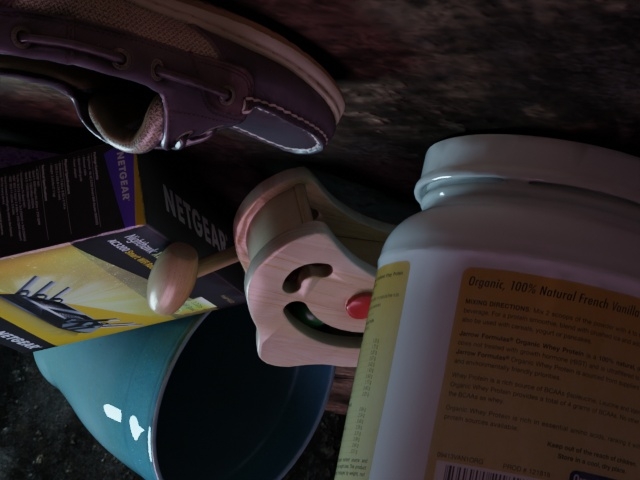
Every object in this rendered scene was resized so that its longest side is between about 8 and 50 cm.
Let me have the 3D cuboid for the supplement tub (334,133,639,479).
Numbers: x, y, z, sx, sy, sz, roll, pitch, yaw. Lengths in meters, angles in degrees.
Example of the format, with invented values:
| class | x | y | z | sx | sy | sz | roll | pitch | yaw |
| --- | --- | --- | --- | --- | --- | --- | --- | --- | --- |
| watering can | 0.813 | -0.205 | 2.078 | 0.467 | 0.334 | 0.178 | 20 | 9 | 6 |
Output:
| class | x | y | z | sx | sy | sz | roll | pitch | yaw |
| --- | --- | --- | --- | --- | --- | --- | --- | --- | --- |
| supplement tub | 0.136 | 0.107 | 1.001 | 0.228 | 0.316 | 0.228 | 12 | 169 | 2 |

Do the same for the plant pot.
| class | x | y | z | sx | sy | sz | roll | pitch | yaw |
| --- | --- | --- | --- | --- | --- | --- | --- | --- | --- |
| plant pot | -0.166 | 0.125 | 1.614 | 0.255 | 0.271 | 0.272 | 21 | 177 | 37 |

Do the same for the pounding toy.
| class | x | y | z | sx | sy | sz | roll | pitch | yaw |
| --- | --- | --- | --- | --- | --- | --- | --- | --- | --- |
| pounding toy | 0.000 | 0.000 | 1.218 | 0.270 | 0.154 | 0.154 | 3 | 134 | -18 |

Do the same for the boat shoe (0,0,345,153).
| class | x | y | z | sx | sy | sz | roll | pitch | yaw |
| --- | --- | --- | --- | --- | --- | --- | --- | --- | --- |
| boat shoe | -0.099 | -0.093 | 0.832 | 0.103 | 0.092 | 0.285 | 2 | 165 | 40 |

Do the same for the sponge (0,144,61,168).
| class | x | y | z | sx | sy | sz | roll | pitch | yaw |
| --- | --- | --- | --- | --- | --- | --- | --- | --- | --- |
| sponge | -0.236 | -0.042 | 1.394 | 0.117 | 0.031 | 0.210 | 8 | 168 | 19 |

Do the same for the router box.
| class | x | y | z | sx | sy | sz | roll | pitch | yaw |
| --- | --- | --- | --- | --- | --- | --- | --- | --- | --- |
| router box | -0.220 | 0.015 | 1.324 | 0.243 | 0.081 | 0.309 | -13 | 163 | 11 |
